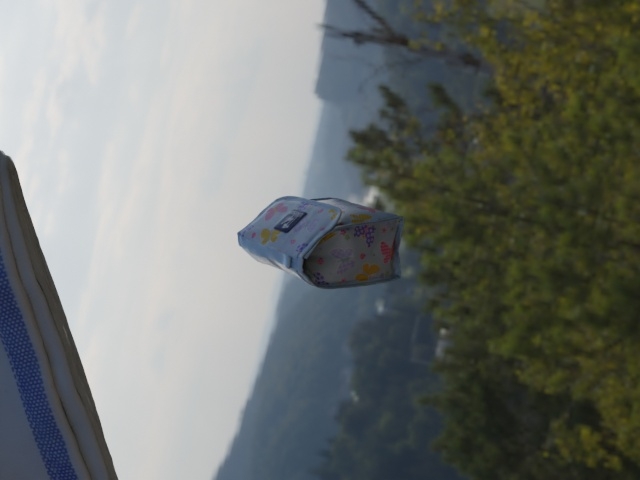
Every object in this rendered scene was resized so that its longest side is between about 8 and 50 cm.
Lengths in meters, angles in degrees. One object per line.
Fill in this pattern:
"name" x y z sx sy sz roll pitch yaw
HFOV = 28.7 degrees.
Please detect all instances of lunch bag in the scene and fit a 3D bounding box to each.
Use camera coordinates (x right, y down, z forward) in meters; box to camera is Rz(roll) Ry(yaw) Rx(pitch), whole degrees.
"lunch bag" 0.000 0.000 0.785 0.071 0.083 0.053 20 113 52

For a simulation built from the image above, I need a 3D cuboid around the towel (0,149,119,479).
"towel" -0.244 0.087 0.570 0.034 0.285 0.209 -105 2 -74
